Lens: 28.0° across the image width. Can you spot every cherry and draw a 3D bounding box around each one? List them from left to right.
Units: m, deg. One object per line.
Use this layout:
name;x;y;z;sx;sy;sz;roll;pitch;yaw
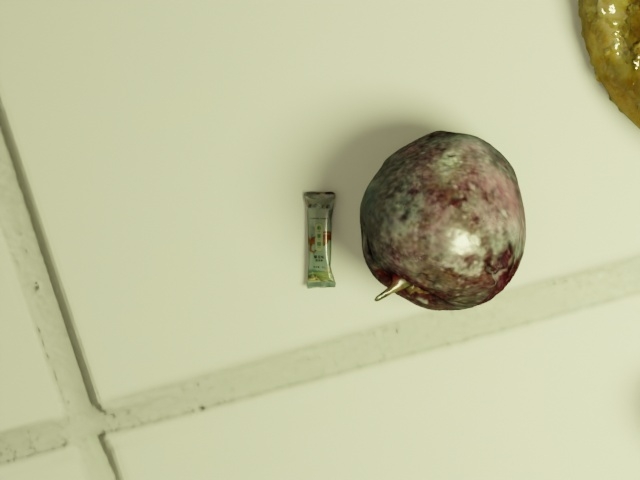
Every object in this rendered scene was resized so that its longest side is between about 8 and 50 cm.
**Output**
cherry;0.127;-0.022;1.331;0.195;0.195;0.195;2;99;13

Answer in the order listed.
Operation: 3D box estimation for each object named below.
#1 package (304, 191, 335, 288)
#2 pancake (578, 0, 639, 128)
package;0.000;0.000;1.449;0.037;0.015;0.110;1;97;18
pancake;0.391;-0.249;1.208;0.382;0.071;0.382;19;116;42
